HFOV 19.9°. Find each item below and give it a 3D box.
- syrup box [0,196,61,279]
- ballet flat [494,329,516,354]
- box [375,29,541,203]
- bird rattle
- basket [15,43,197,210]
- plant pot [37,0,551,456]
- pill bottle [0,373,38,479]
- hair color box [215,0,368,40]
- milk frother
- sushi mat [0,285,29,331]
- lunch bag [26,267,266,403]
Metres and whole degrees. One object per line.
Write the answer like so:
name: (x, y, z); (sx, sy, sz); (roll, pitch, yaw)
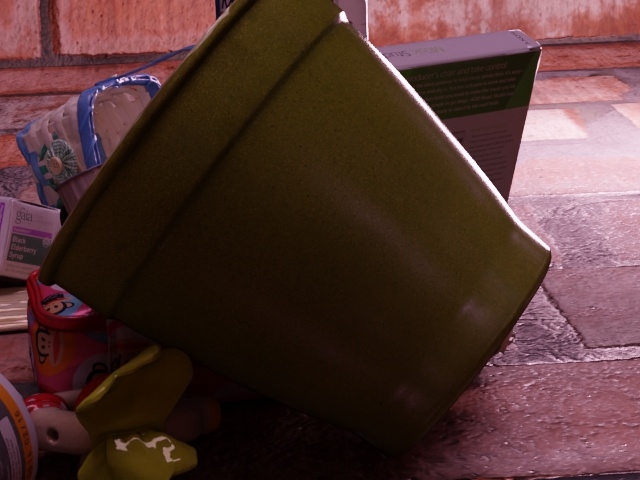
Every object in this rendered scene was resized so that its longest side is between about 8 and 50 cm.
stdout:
syrup box: (-0.429, -0.011, 2.220); (0.237, 0.096, 0.093); (9, -2, 38)
ballet flat: (0.022, -0.010, 1.861); (0.409, 0.147, 0.147); (35, 26, 12)
box: (0.108, -0.069, 2.005); (0.232, 0.322, 0.058); (-10, 38, -29)
bird rattle: (-0.205, 0.170, 1.626); (0.253, 0.143, 0.207); (-8, -2, 33)
basket: (-0.214, -0.088, 2.266); (0.289, 0.254, 0.201); (-16, 7, 25)
plant pot: (0.000, 0.000, 1.626); (0.353, 0.366, 0.366); (38, 19, 0)
pill bottle: (-0.341, 0.196, 1.379); (0.162, 0.162, 0.278); (3, 16, 17)
hair color box: (-0.032, -0.174, 2.350); (0.174, 0.347, 0.105); (-14, 19, -38)
milk frother: (-0.270, -0.001, 2.070); (0.129, 0.134, 0.143); (-29, -5, 34)
sushi mat: (-0.312, 0.073, 2.102); (0.317, 0.019, 0.151); (-5, 14, -12)
lunch bag: (-0.153, 0.085, 1.868); (0.293, 0.120, 0.258); (-3, 12, -13)
